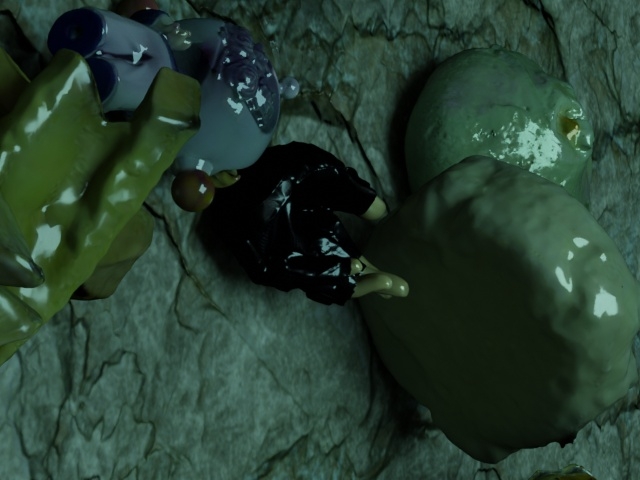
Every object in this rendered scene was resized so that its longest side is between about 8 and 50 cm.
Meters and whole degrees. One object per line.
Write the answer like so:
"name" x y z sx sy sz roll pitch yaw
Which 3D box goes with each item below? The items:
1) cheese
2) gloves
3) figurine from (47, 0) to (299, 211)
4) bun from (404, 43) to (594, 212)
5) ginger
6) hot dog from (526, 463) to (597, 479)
"cheese" 0.179 0.078 1.862 0.115 0.318 0.326 -38 133 -36
"gloves" 0.000 0.000 1.760 0.203 0.124 0.164 52 56 -35
"figurine" -0.129 -0.142 1.572 0.274 0.133 0.194 43 31 -50
"bun" 0.222 -0.082 2.055 0.283 0.179 0.283 4 85 -58
"ginger" -0.269 -0.060 1.295 0.413 0.211 0.358 -18 99 -55
"hot dog" 0.248 0.318 1.919 0.270 0.082 0.163 -3 84 -59
